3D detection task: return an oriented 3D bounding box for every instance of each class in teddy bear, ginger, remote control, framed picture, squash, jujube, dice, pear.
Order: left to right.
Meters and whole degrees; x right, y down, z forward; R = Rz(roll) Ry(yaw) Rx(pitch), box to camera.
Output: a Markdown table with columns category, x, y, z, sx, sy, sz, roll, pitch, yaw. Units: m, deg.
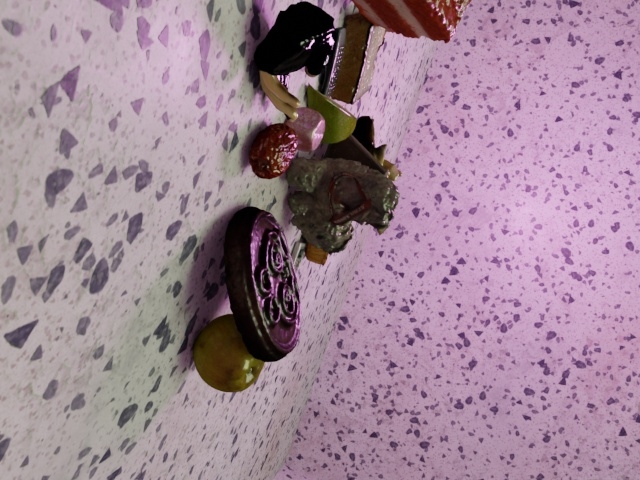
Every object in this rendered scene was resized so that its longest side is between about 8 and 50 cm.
| category | x | y | z | sx | sy | sz | roll | pitch | yaw |
| --- | --- | --- | --- | --- | --- | --- | --- | --- | --- |
| pear | -0.237 | 0.301 | 1.409 | 0.200 | 0.200 | 0.199 | 20 | 90 | -77 |
| jujube | -0.117 | -0.229 | 1.340 | 0.112 | 0.109 | 0.176 | -34 | -159 | 36 |
| remote control | -0.103 | 0.096 | 2.054 | 0.087 | 0.029 | 0.189 | 8 | 102 | -77 |
| dice | -0.045 | -0.313 | 1.517 | 0.093 | 0.094 | 0.091 | 90 | 22 | -60 |
| remote control | 0.036 | -0.534 | 1.633 | 0.072 | 0.042 | 0.221 | -48 | 156 | -55 |
| squash | 0.050 | -0.410 | 1.645 | 0.169 | 0.093 | 0.252 | -38 | 158 | -16 |
| teddy bear | 0.054 | -0.088 | 1.726 | 0.224 | 0.358 | 0.367 | -71 | 174 | -56 |
| framed picture | 0.106 | -0.237 | 1.847 | 0.016 | 0.289 | 0.213 | -12 | 139 | -36 |
| ginger | 0.180 | -0.234 | 2.039 | 0.358 | 0.211 | 0.413 | 164 | -65 | -66 |

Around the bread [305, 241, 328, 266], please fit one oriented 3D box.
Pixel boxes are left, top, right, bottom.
| category | x | y | z | sx | sy | sz | roll | pitch | yaw |
| --- | --- | --- | --- | --- | --- | --- | --- | --- | --- |
| bread | 0.000 | -0.001 | 2.143 | 0.199 | 0.104 | 0.199 | 18 | 90 | -88 |

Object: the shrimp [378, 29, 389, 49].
| category | x | y | z | sx | sy | sz | roll | pitch | yaw |
| --- | --- | --- | --- | --- | --- | --- | --- | --- | --- |
| shrimp | 0.230 | -0.795 | 1.997 | 0.262 | 0.066 | 0.117 | 79 | 33 | -70 |

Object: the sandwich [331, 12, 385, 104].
| category | x | y | z | sx | sy | sz | roll | pitch | yaw |
| --- | --- | --- | --- | --- | --- | --- | --- | --- | --- |
| sandwich | 0.135 | -0.620 | 1.800 | 0.249 | 0.095 | 0.273 | -50 | 158 | -56 |

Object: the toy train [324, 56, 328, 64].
| category | x | y | z | sx | sy | sz | roll | pitch | yaw |
| --- | --- | --- | --- | --- | --- | --- | --- | --- | --- |
| toy train | 0.001 | -0.537 | 1.469 | 0.122 | 0.050 | 0.081 | -70 | 163 | 5 |

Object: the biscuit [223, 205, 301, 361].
| category | x | y | z | sx | sy | sz | roll | pitch | yaw |
| --- | --- | --- | --- | --- | --- | --- | --- | --- | --- |
| biscuit | -0.135 | 0.109 | 1.396 | 0.407 | 0.091 | 0.407 | -9 | 90 | -78 |

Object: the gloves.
| category | x | y | z | sx | sy | sz | roll | pitch | yaw |
| --- | --- | --- | --- | --- | --- | --- | --- | --- | --- |
| gloves | -0.059 | -0.394 | 1.208 | 0.197 | 0.152 | 0.301 | -36 | 157 | -31 |

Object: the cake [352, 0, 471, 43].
| category | x | y | z | sx | sy | sz | roll | pitch | yaw |
| --- | --- | --- | --- | --- | --- | --- | --- | --- | --- |
| cake | 0.250 | -0.738 | 1.469 | 0.270 | 0.320 | 0.269 | 21 | 94 | -54 |
